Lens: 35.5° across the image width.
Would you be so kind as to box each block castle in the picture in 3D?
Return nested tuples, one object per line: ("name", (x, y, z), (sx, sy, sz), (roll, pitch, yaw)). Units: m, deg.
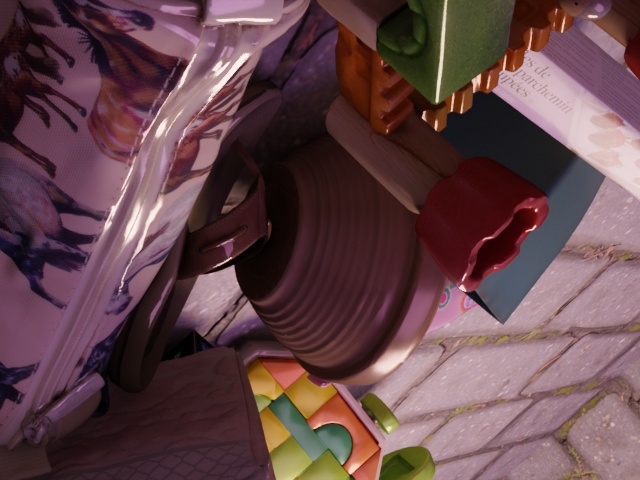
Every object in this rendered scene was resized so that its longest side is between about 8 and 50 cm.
("block castle", (0.165, -0.176, 0.540), (0.303, 0.213, 0.453), (-38, 157, -15))

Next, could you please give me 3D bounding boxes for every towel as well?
("towel", (-0.206, 0.175, 0.765), (0.332, 0.053, 0.317), (-12, -167, -9))

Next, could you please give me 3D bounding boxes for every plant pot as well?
("plant pot", (0.000, 0.000, 0.851), (0.109, 0.237, 0.237), (13, 129, -30))
("plant pot", (0.190, -0.068, 1.019), (0.234, 0.166, 0.165), (-47, 153, 1))

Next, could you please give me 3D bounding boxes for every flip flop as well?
("flip flop", (-0.088, 0.004, 0.801), (0.277, 0.080, 0.112), (-66, 170, 5))

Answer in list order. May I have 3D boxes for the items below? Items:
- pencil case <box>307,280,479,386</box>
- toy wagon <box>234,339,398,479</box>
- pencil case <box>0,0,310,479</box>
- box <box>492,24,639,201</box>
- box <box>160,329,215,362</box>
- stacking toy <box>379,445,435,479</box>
("pencil case", (0.096, 0.063, 1.153), (0.284, 0.124, 0.124), (-24, 151, -29))
("toy wagon", (-0.026, 0.278, 1.204), (0.267, 0.068, 0.344), (-40, 113, -10))
("pencil case", (-0.152, -0.034, 0.633), (0.160, 0.183, 0.410), (-10, 143, -44))
("box", (0.224, -0.129, 0.871), (0.324, 0.067, 0.063), (30, 143, -28))
("box", (-0.183, 0.256, 0.954), (0.257, 0.322, 0.079), (-43, 111, 8))
("stacking toy", (0.046, 0.436, 1.499), (0.279, 0.130, 0.309), (-18, -167, 47))
